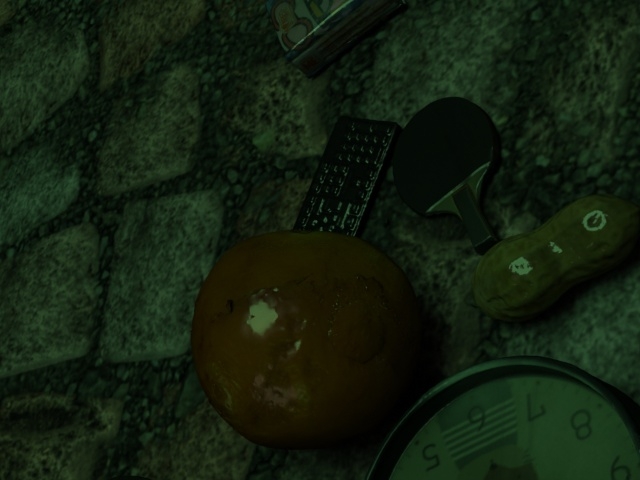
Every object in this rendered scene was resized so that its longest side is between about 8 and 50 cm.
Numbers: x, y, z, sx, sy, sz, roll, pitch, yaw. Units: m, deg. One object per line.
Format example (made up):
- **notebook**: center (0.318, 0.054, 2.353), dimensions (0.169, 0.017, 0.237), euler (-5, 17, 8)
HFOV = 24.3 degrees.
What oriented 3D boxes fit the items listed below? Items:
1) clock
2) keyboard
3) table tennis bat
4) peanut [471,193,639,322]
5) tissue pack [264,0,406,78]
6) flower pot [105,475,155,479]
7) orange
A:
- **clock**: center (0.173, 0.261, 1.366), dimensions (0.325, 0.067, 0.325), euler (-20, 54, 30)
- **keyboard**: center (0.000, 0.000, 1.697), dimensions (0.101, 0.018, 0.309), euler (11, 73, 42)
- **table tennis bat**: center (0.144, -0.069, 1.615), dimensions (0.130, 0.019, 0.220), euler (-38, 46, 19)
- **peanut**: center (0.227, 0.016, 1.444), dimensions (0.193, 0.089, 0.089), euler (-36, 48, 23)
- **tissue pack**: center (0.015, -0.290, 1.819), dimensions (0.155, 0.065, 0.115), euler (-36, 47, 18)
- **flower pot**: center (-0.171, 0.389, 1.516), dimensions (0.269, 0.166, 0.269), euler (-23, 51, 32)
- **orange**: center (-0.013, 0.100, 1.498), dimensions (0.240, 0.240, 0.240), euler (-20, 54, 31)
